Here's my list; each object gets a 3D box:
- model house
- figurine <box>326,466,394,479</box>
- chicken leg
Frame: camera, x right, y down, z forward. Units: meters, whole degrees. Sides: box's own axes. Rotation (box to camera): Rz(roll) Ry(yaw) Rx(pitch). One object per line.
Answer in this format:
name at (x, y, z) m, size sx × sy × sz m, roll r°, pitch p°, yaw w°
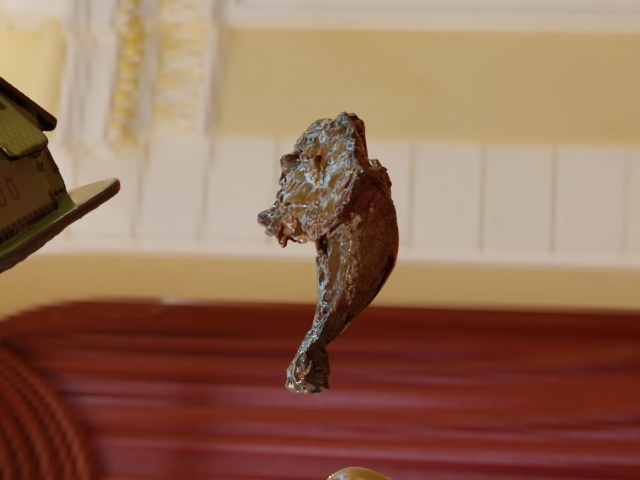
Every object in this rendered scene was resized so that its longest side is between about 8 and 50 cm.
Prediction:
model house at (-0.350, -0.106, 1.705) m, size 0.205 × 0.218 × 0.279 m, roll -38°, pitch -73°, yaw -46°
figurine at (0.065, 0.216, 1.373) m, size 0.121 × 0.176 × 0.122 m, roll -62°, pitch -33°, yaw -7°
chicken leg at (0.004, -0.003, 0.733) m, size 0.037 × 0.062 × 0.145 m, roll 45°, pitch -160°, yaw -32°
